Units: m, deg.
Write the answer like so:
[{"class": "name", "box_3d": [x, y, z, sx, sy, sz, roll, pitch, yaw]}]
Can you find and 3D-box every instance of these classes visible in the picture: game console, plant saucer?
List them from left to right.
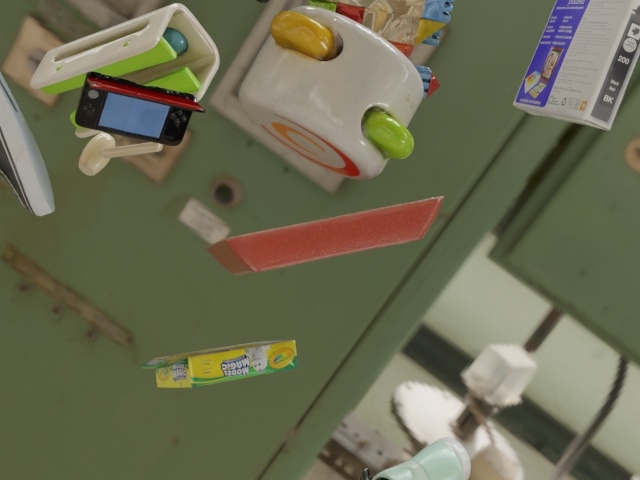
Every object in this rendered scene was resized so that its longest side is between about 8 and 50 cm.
[{"class": "game console", "box_3d": [-0.229, -0.156, 1.473, 0.144, 0.124, 0.085, 12, 42, -18]}, {"class": "plant saucer", "box_3d": [0.000, 0.000, 1.437, 0.259, 0.048, 0.258, -10, -1, -11]}]

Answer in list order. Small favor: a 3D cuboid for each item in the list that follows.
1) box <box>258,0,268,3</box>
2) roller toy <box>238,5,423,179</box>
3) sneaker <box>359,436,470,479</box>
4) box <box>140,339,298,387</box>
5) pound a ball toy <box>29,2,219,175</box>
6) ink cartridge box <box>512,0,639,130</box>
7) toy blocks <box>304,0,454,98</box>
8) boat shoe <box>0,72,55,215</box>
[{"class": "box", "box_3d": [-0.164, -0.443, 1.511, 0.270, 0.060, 0.216, 34, -23, 38]}, {"class": "roller toy", "box_3d": [0.014, -0.176, 1.356, 0.209, 0.146, 0.191, 31, -8, -12]}, {"class": "sneaker", "box_3d": [0.092, 0.375, 1.521, 0.151, 0.256, 0.094, -13, 39, -39]}, {"class": "box", "box_3d": [-0.130, 0.158, 1.493, 0.179, 0.043, 0.105, -4, -4, -32]}, {"class": "pound a ball toy", "box_3d": [-0.301, -0.242, 1.867, 0.208, 0.319, 0.136, 51, 43, -34]}, {"class": "ink cartridge box", "box_3d": [0.326, -0.245, 1.418, 0.045, 0.208, 0.206, 18, 6, -16]}, {"class": "toy blocks", "box_3d": [0.106, -0.399, 2.002, 0.261, 0.381, 0.191, 9, 20, -5]}, {"class": "boat shoe", "box_3d": [-0.499, -0.166, 1.745, 0.113, 0.105, 0.306, -123, -172, -78]}]
